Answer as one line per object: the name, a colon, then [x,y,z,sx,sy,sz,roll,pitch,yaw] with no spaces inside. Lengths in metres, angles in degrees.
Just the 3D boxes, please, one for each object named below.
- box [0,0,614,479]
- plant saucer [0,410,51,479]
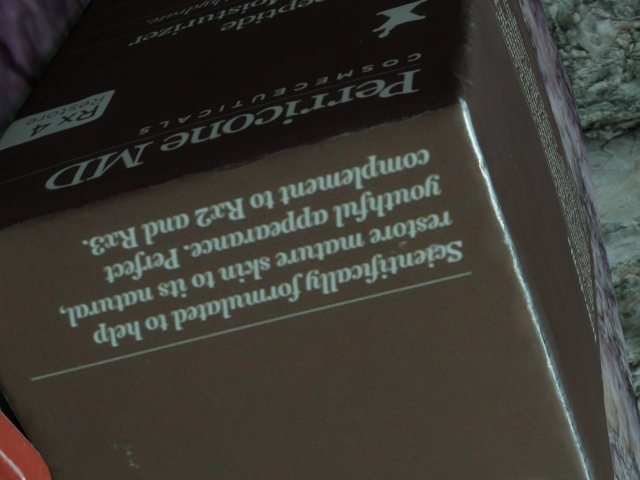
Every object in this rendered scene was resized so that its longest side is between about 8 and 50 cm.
box: [0.000,0.000,0.511,0.203,0.169,0.167,-78,150,-59]
plant saucer: [-0.124,0.075,0.239,0.259,0.048,0.258,62,21,-44]
